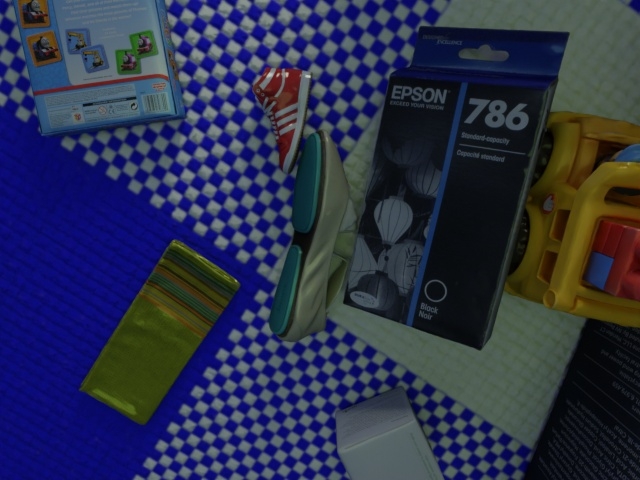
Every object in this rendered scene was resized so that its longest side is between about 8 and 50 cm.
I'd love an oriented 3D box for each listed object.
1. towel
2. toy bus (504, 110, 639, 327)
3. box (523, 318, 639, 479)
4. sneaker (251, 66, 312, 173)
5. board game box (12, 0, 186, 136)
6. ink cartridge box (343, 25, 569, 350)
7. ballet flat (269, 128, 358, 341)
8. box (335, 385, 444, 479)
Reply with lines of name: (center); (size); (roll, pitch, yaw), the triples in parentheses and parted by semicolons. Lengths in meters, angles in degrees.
towel: (-0.205, 0.121, 0.583); (0.102, 0.021, 0.237); (34, 98, -4)
toy bus: (0.287, -0.021, 0.459); (0.149, 0.211, 0.220); (12, 98, 0)
box: (0.437, 0.277, 0.504); (0.293, 0.212, 0.396); (17, 98, -2)
sneaker: (-0.051, -0.139, 0.528); (0.067, 0.042, 0.119); (10, 92, -5)
board game box: (-0.252, -0.235, 0.517); (0.160, 0.039, 0.212); (-7, 100, 2)
ink cartridge box: (0.137, -0.067, 0.496); (0.165, 0.065, 0.333); (15, 99, 27)
ballet flat: (0.000, 0.000, 0.540); (0.086, 0.086, 0.249); (13, 101, -1)
box: (0.083, 0.257, 0.567); (0.102, 0.087, 0.101); (-24, 98, 5)
